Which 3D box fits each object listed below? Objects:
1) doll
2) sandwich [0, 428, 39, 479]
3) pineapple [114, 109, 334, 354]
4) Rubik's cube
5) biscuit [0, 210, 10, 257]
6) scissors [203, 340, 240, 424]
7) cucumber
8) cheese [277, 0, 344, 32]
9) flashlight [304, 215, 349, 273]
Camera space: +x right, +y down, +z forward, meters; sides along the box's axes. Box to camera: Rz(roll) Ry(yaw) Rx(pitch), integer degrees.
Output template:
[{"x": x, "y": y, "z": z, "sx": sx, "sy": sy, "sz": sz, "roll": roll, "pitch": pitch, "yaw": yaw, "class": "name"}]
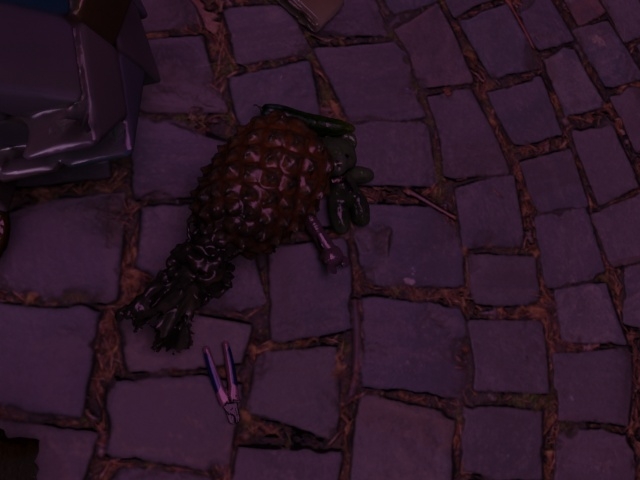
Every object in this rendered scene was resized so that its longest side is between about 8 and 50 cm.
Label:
[{"x": 0.034, "y": -0.089, "z": 1.041, "sx": 0.115, "sy": 0.077, "sz": 0.150, "roll": -21, "pitch": 96, "yaw": -12, "class": "doll"}, {"x": -0.368, "y": 0.360, "z": 0.685, "sx": 0.131, "sy": 0.262, "sz": 0.325, "roll": -2, "pitch": 78, "yaw": -14, "class": "sandwich"}, {"x": -0.131, "y": -0.014, "z": 0.915, "sx": 0.175, "sy": 0.175, "sz": 0.361, "roll": 44, "pitch": 71, "yaw": -5, "class": "pineapple"}, {"x": -0.380, "y": -0.238, "z": 0.772, "sx": 0.358, "sy": 0.368, "sz": 0.387, "roll": -9, "pitch": 85, "yaw": 9, "class": "Rubik's cube"}, {"x": -0.577, "y": -0.013, "z": 0.805, "sx": 0.381, "sy": 0.074, "sz": 0.359, "roll": 6, "pitch": 77, "yaw": -20, "class": "biscuit"}, {"x": -0.131, "y": 0.198, "z": 0.941, "sx": 0.039, "sy": 0.012, "sz": 0.113, "roll": -14, "pitch": 82, "yaw": -21, "class": "scissors"}, {"x": -0.027, "y": -0.184, "z": 1.057, "sx": 0.168, "sy": 0.039, "sz": 0.039, "roll": 9, "pitch": 74, "yaw": -19, "class": "cucumber"}, {"x": -0.133, "y": -0.495, "z": 1.100, "sx": 0.400, "sy": 0.034, "sz": 0.085, "roll": 40, "pitch": 72, "yaw": -6, "class": "cheese"}, {"x": 0.000, "y": 0.000, "z": 1.026, "sx": 0.052, "sy": 0.031, "sz": 0.110, "roll": -28, "pitch": 83, "yaw": -47, "class": "flashlight"}]
